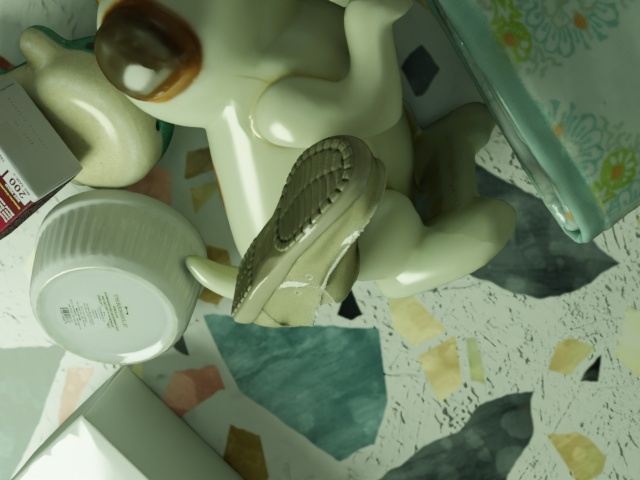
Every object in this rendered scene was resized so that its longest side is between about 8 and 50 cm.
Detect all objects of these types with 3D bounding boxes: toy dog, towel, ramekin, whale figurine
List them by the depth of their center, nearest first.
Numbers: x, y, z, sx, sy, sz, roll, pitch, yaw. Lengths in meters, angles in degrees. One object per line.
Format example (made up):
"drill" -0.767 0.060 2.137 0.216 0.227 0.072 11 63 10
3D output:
"towel" 0.294 -0.228 1.020 0.320 0.090 0.374 -35 111 -3
"toy dog" -0.045 -0.147 1.075 0.395 0.285 0.408 -26 120 31
"whale figurine" -0.291 -0.165 1.207 0.272 0.141 0.216 12 136 24
"ramekin" -0.239 0.052 1.209 0.207 0.109 0.207 2 133 2

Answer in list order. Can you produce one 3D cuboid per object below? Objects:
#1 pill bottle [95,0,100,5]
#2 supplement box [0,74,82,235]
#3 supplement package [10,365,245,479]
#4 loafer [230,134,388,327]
"pill bottle" -0.216 -0.318 1.159 0.117 0.117 0.208 -35 98 12
"supplement box" -0.380 -0.077 1.188 0.130 0.073 0.239 54 142 -7
"supplement package" -0.218 0.334 1.281 0.177 0.175 0.293 -43 96 14
"loafer" 0.000 0.000 0.945 0.092 0.102 0.268 15 147 -18
